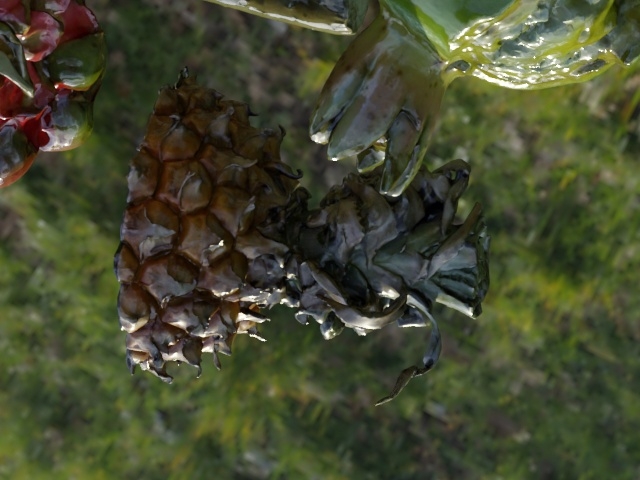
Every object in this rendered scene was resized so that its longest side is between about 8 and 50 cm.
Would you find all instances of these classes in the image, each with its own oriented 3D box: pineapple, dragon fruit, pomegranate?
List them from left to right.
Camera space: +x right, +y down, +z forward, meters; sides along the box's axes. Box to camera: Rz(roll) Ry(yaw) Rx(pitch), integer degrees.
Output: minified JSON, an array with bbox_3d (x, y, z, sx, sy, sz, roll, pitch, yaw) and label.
[{"bbox_3d":[-0.270,-0.123,1.046,0.302,0.231,0.237,-22,89,43],"label":"dragon fruit"},{"bbox_3d":[0.000,0.000,1.306,0.271,0.262,0.262,7,152,11],"label":"pineapple"},{"bbox_3d":[0.101,-0.174,1.108,0.236,0.302,0.236,39,-168,-10],"label":"pomegranate"}]

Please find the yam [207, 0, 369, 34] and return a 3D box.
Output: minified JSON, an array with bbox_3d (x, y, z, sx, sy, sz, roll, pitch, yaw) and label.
[{"bbox_3d":[-0.139,-0.243,1.367,0.371,0.083,0.083,16,154,12],"label":"yam"}]
